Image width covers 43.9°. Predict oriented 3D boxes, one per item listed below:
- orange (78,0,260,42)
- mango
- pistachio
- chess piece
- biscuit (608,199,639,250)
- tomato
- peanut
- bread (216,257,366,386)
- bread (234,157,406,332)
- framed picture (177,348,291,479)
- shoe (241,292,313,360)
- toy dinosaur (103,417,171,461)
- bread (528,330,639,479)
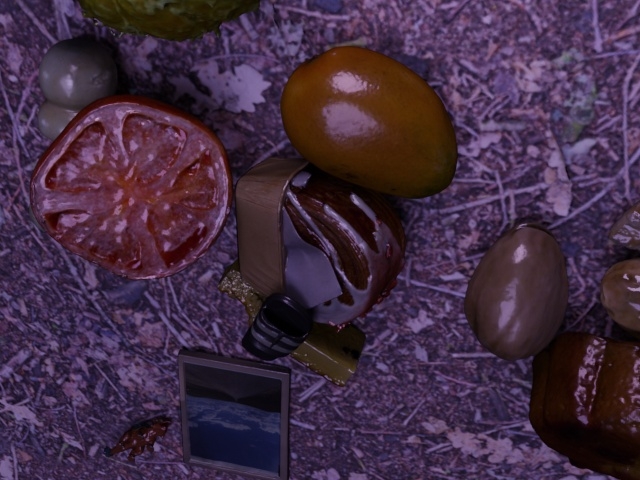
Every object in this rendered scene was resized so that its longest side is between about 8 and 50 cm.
[{"bbox_3d":[-0.159,-0.347,0.779,0.301,0.223,0.300,43,135,-15],"label":"orange"},{"bbox_3d":[0.062,-0.134,0.905,0.221,0.120,0.151,22,124,-5],"label":"mango"},{"bbox_3d":[0.243,0.067,0.982,0.126,0.108,0.185,5,114,7],"label":"pistachio"},{"bbox_3d":[-0.309,-0.137,1.023,0.133,0.133,0.243,15,120,9],"label":"chess piece"},{"bbox_3d":[0.489,-0.016,0.890,0.290,0.038,0.141,17,124,5],"label":"biscuit"},{"bbox_3d":[-0.228,-0.068,0.968,0.237,0.095,0.236,-7,114,-16],"label":"tomato"},{"bbox_3d":[0.442,0.090,0.939,0.230,0.103,0.098,21,88,5],"label":"peanut"},{"bbox_3d":[-0.043,0.111,1.115,0.226,0.088,0.049,33,127,-6],"label":"bread"},{"bbox_3d":[0.000,0.000,1.006,0.212,0.142,0.224,18,130,22],"label":"bread"},{"bbox_3d":[-0.140,0.291,1.303,0.189,0.023,0.259,9,123,9],"label":"framed picture"},{"bbox_3d":[-0.065,0.129,1.026,0.071,0.049,0.179,32,146,-5],"label":"shoe"},{"bbox_3d":[-0.319,0.344,1.370,0.154,0.055,0.049,-27,113,22],"label":"toy dinosaur"},{"bbox_3d":[0.382,0.210,0.979,0.232,0.135,0.246,28,156,-3],"label":"bread"}]
